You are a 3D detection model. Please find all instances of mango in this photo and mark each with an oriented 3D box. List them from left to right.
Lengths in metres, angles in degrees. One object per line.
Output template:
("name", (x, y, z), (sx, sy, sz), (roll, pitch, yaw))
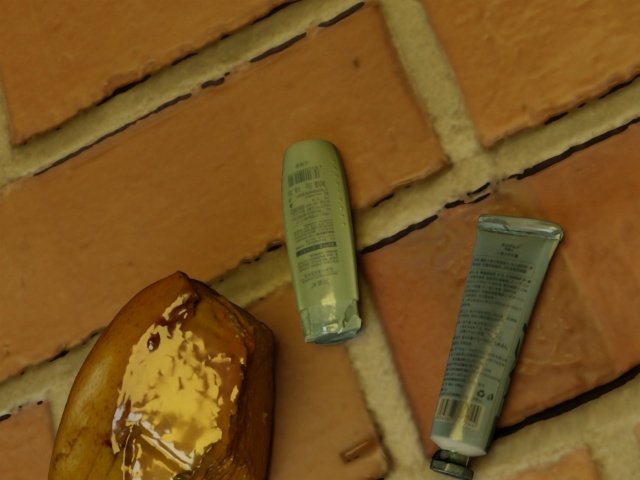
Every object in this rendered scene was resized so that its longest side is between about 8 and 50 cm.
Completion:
("mango", (-0.154, 0.208, 1.175), (0.350, 0.201, 0.199), (-67, 26, 2))

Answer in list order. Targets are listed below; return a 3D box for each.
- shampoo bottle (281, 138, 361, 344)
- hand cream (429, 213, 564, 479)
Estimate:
("shampoo bottle", (0.000, 0.000, 1.236), (0.072, 0.049, 0.212), (-12, 69, 15))
("hand cream", (0.156, 0.096, 1.138), (0.088, 0.055, 0.256), (8, 75, 33))
